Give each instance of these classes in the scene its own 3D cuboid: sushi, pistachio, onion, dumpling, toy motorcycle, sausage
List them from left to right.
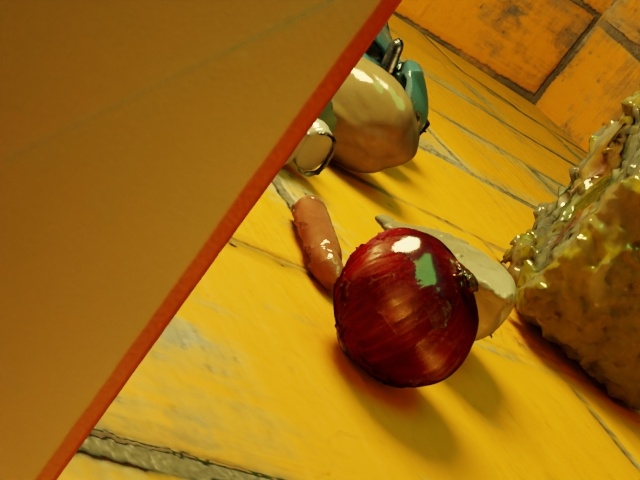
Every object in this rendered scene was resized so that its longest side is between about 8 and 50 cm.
[{"bbox_3d":[0.000,0.000,1.091,0.042,0.036,0.158,18,22,-20],"label":"sausage"},{"bbox_3d":[0.010,-0.269,1.612,0.416,0.172,0.232,41,8,-19],"label":"toy motorcycle"},{"bbox_3d":[0.031,-0.169,1.460,0.226,0.136,0.136,43,17,30],"label":"pistachio"},{"bbox_3d":[0.069,0.053,0.940,0.131,0.131,0.131,34,16,-11],"label":"onion"},{"bbox_3d":[0.107,0.034,1.116,0.150,0.092,0.176,36,16,-8],"label":"dumpling"},{"bbox_3d":[0.403,-0.021,1.418,0.240,0.351,0.396,36,17,-1],"label":"sushi"}]

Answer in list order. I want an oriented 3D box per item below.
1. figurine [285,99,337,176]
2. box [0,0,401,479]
[{"bbox_3d":[-0.061,-0.179,1.346,0.137,0.110,0.245,11,35,-32],"label":"figurine"},{"bbox_3d":[-0.205,-0.115,0.474,0.348,0.319,0.257,27,19,-27],"label":"box"}]
